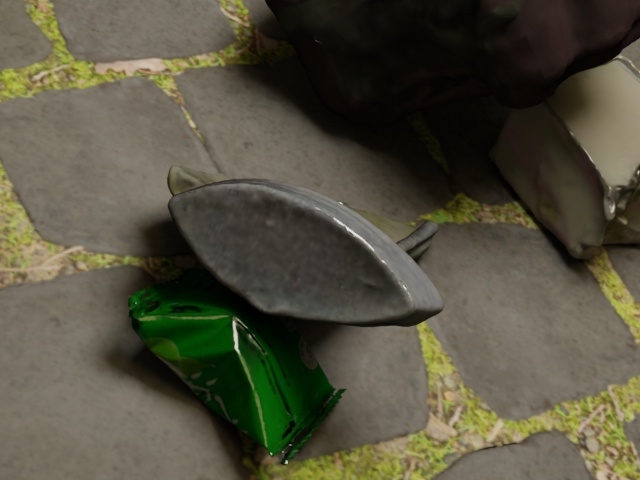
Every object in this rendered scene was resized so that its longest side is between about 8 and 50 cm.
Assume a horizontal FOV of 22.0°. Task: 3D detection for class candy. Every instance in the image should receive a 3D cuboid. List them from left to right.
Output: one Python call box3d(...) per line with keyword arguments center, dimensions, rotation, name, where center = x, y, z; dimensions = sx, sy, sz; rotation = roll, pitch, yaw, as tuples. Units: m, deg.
box3d(center=(-0.074, 0.100, 1.488), dimensions=(0.203, 0.078, 0.141), rotation=(41, 44, 5), name="candy")
box3d(center=(0.298, -0.092, 1.792), dimensions=(0.184, 0.137, 0.195), rotation=(-19, 61, -37), name="candy")

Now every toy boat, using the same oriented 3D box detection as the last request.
box3d(center=(-0.019, -0.002, 1.552), dimensions=(0.276, 0.111, 0.293), rotation=(20, 10, -4), name="toy boat")

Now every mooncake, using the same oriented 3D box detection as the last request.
box3d(center=(0.163, -0.264, 1.721), dimensions=(0.350, 0.381, 0.212), rotation=(-42, 117, -30), name="mooncake")
